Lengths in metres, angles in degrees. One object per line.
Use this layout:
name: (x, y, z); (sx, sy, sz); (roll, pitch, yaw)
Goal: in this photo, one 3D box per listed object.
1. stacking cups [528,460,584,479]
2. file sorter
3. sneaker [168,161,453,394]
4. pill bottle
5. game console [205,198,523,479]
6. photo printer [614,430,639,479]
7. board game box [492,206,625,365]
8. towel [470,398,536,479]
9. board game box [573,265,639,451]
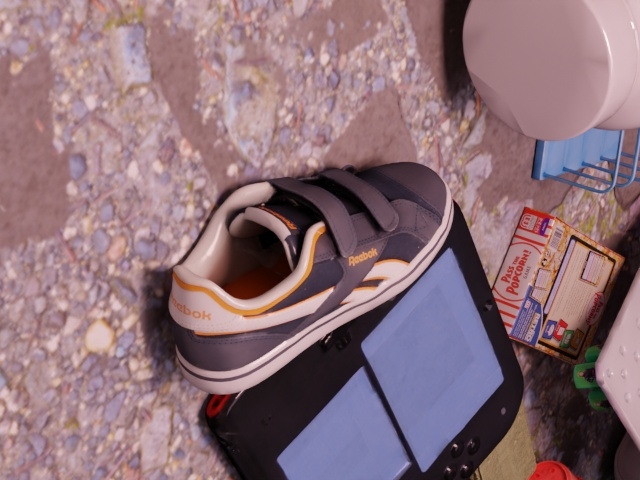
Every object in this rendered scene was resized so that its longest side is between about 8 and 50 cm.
stacking cups: (0.351, 0.379, 1.949); (0.096, 0.096, 0.316); (-59, 141, -12)
file sorter: (0.335, -0.127, 1.690); (0.170, 0.104, 0.118); (-16, 118, -45)
sneaker: (0.000, 0.000, 1.333); (0.321, 0.126, 0.127); (-38, 138, -31)
pill bottle: (0.336, -0.248, 1.533); (0.408, 0.229, 0.229); (-29, 127, -40)
game console: (0.065, 0.168, 1.543); (0.342, 0.060, 0.386); (-49, 137, -23)
photo printer: (0.527, 0.278, 2.100); (0.307, 0.107, 0.256); (-56, 140, -16)
board game box: (0.273, 0.059, 1.748); (0.193, 0.045, 0.146); (25, 86, -52)
towel: (0.212, 0.256, 1.782); (0.110, 0.027, 0.148); (-45, 135, -28)
board game box: (0.468, 0.175, 1.848); (0.390, 0.050, 0.390); (56, 45, -22)
